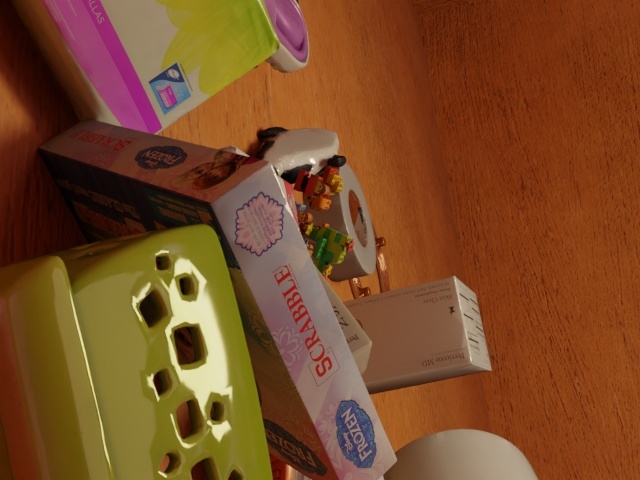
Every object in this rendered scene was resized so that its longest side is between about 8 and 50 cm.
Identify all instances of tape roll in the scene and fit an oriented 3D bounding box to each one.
[{"bbox_3d":[0.039,-0.034,1.840,0.219,0.072,0.219,-13,90,-75],"label":"tape roll"}]

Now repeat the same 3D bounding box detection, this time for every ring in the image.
[{"bbox_3d":[0.111,0.057,2.094,0.336,0.032,0.337,-15,90,-75],"label":"ring"}]

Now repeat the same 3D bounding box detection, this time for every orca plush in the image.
[{"bbox_3d":[-0.043,-0.102,1.563,0.287,0.151,0.102,-73,177,-67],"label":"orca plush"}]

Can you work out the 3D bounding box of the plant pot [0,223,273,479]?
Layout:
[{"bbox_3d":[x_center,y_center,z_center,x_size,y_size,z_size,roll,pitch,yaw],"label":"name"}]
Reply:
[{"bbox_3d":[-0.186,0.120,0.639,0.207,0.227,0.228,-4,81,-69],"label":"plant pot"}]

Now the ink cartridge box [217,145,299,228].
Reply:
[{"bbox_3d":[-0.100,-0.017,1.293,0.218,0.092,0.159,34,45,-70],"label":"ink cartridge box"}]

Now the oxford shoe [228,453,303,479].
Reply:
[{"bbox_3d":[-0.042,0.223,1.150,0.132,0.130,0.364,34,39,-35],"label":"oxford shoe"}]

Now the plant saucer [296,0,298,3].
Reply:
[{"bbox_3d":[-0.117,-0.547,1.776,0.310,0.050,0.311,-14,90,-75],"label":"plant saucer"}]

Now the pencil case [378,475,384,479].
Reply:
[{"bbox_3d":[0.032,0.350,1.400,0.124,0.113,0.273,-35,113,-44],"label":"pencil case"}]

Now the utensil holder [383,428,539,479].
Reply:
[{"bbox_3d":[0.244,0.525,1.494,0.385,0.327,0.328,-103,172,-62],"label":"utensil holder"}]

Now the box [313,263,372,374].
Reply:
[{"bbox_3d":[-0.066,0.051,1.081,0.275,0.113,0.094,51,-19,21],"label":"box"}]

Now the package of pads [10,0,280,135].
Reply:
[{"bbox_3d":[-0.181,-0.261,0.945,0.101,0.229,0.297,32,-26,45],"label":"package of pads"}]

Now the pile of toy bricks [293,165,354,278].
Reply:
[{"bbox_3d":[0.000,0.000,1.444,0.118,0.105,0.212,4,107,-68],"label":"pile of toy bricks"}]

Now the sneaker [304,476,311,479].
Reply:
[{"bbox_3d":[-0.054,0.305,1.196,0.190,0.082,0.071,-27,105,-73],"label":"sneaker"}]

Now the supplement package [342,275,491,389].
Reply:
[{"bbox_3d":[0.134,0.171,1.636,0.204,0.261,0.145,30,47,-69],"label":"supplement package"}]

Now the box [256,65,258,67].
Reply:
[{"bbox_3d":[-0.175,-0.304,1.246,0.207,0.108,0.153,25,53,-71],"label":"box"}]

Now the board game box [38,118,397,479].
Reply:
[{"bbox_3d":[-0.101,0.054,0.891,0.066,0.318,0.318,-38,122,-25],"label":"board game box"}]

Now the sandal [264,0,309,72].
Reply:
[{"bbox_3d":[-0.078,-0.335,1.216,0.416,0.102,0.170,18,60,-72],"label":"sandal"}]
